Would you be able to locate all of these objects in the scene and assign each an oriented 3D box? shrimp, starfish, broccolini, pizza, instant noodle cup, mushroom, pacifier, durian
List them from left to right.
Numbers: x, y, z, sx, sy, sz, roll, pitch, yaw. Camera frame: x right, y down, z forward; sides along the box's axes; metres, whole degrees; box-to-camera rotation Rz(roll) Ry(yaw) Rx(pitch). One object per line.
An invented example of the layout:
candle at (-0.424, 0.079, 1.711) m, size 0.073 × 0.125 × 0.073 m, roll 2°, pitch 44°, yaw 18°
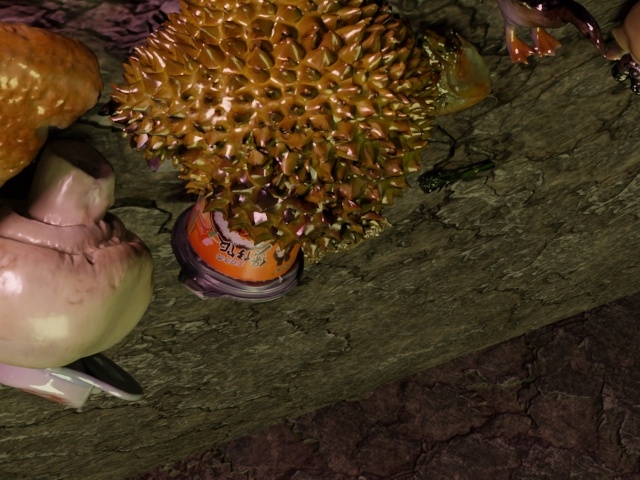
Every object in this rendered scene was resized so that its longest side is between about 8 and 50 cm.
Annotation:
pizza at (-0.379, -0.079, 0.708) m, size 0.409 × 0.114 × 0.278 m, roll -19°, pitch 157°, yaw -8°
mushroom at (-0.293, 0.007, 0.906) m, size 0.254 × 0.234 × 0.260 m, roll 11°, pitch -172°, yaw -30°
pacifier at (-0.345, 0.109, 1.169) m, size 0.279 × 0.227 × 0.207 m, roll 34°, pitch 88°, yaw -44°
instant noodle cup at (-0.086, -0.028, 1.068) m, size 0.177 × 0.208 × 0.125 m, roll 23°, pitch 130°, yaw -4°
durian at (-0.035, -0.119, 0.775) m, size 0.293 × 0.258 × 0.258 m, roll 24°, pitch 137°, yaw -23°
starfish at (0.003, 0.009, 1.384) m, size 0.210 × 0.053 × 0.150 m, roll -14°, pitch 153°, yaw -17°
shrimp at (0.148, -0.197, 1.043) m, size 0.115 × 0.051 × 0.217 m, roll -25°, pitch 161°, yaw 11°
broccolini at (0.219, -0.108, 1.367) m, size 0.140 × 0.030 × 0.035 m, roll -20°, pitch 123°, yaw -20°

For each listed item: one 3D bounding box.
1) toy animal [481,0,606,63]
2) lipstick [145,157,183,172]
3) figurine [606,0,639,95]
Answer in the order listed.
toy animal at (0.229, -0.240, 0.848) m, size 0.272 × 0.197 × 0.160 m, roll -25°, pitch 162°, yaw -8°
lipstick at (-0.069, -0.127, 0.948) m, size 0.253 × 0.077 × 0.079 m, roll -7°, pitch 155°, yaw -34°
figurine at (0.443, -0.255, 1.141) m, size 0.108 × 0.114 × 0.196 m, roll -43°, pitch 174°, yaw -13°
